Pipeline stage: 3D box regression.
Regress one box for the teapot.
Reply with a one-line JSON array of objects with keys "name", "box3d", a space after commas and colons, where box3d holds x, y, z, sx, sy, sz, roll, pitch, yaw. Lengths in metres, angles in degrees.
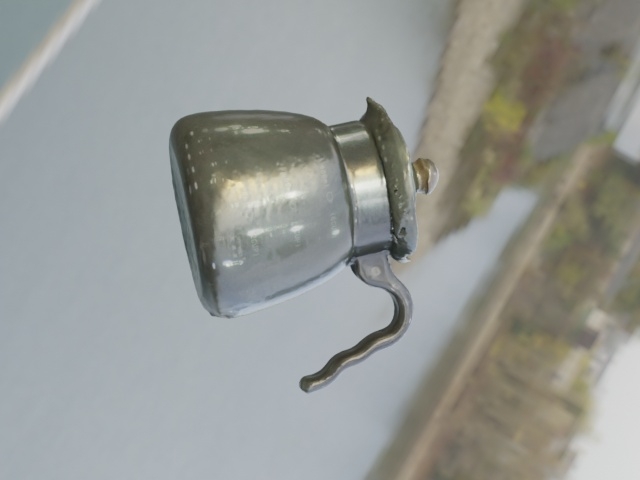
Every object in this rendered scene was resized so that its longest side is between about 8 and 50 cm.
[{"name": "teapot", "box3d": [0.000, -0.012, 2.009, 0.285, 0.305, 0.223, -12, 161, -8]}]
